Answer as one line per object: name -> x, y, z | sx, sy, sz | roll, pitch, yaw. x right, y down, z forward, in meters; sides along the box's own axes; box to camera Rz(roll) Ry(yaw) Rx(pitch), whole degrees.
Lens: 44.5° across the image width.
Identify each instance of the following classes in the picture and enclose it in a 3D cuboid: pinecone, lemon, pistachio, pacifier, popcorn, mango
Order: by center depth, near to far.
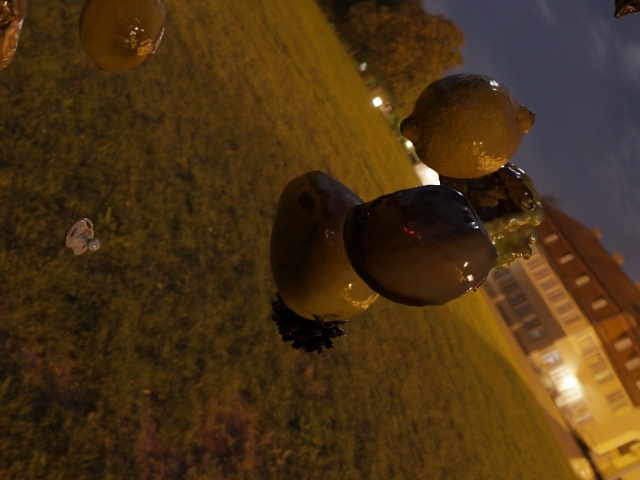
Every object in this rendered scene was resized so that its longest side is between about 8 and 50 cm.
pistachio -> 0.126, 0.005, 1.022 | 0.130, 0.210, 0.165 | 54, 55, -65
lemon -> 0.257, -0.200, 1.379 | 0.187, 0.244, 0.187 | 172, -90, -79
mango -> 0.000, 0.000, 1.514 | 0.182, 0.253, 0.365 | 17, 34, -35
pacifier -> -0.528, -0.005, 1.763 | 0.078, 0.081, 0.099 | 26, -18, 20
lemon -> -0.484, -0.529, 1.910 | 0.204, 0.260, 0.204 | 27, 24, -13
popcorn -> 0.401, -0.064, 2.009 | 0.290, 0.325, 0.321 | 41, 20, -31
pinecone -> -0.021, 0.197, 2.028 | 0.221, 0.221, 0.221 | 60, 9, -16

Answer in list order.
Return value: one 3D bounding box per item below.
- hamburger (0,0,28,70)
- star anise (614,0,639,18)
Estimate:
hamburger -> -0.682, -0.459, 1.488 | 0.158, 0.318, 0.319 | -9, 68, -49
star anise -> 0.571, -0.439, 1.233 | 0.236, 0.223, 0.109 | 57, 32, -48
